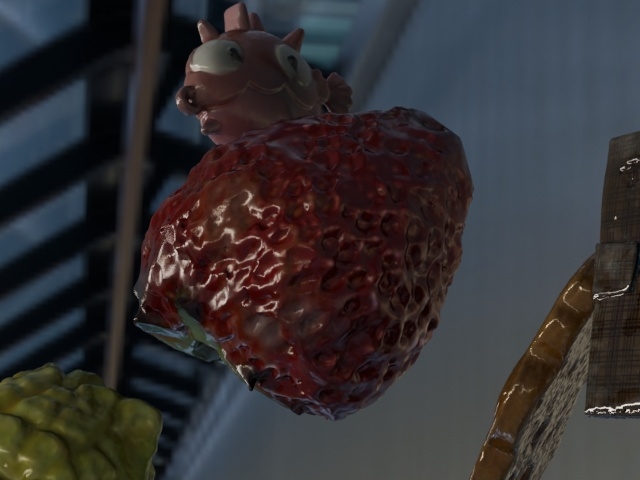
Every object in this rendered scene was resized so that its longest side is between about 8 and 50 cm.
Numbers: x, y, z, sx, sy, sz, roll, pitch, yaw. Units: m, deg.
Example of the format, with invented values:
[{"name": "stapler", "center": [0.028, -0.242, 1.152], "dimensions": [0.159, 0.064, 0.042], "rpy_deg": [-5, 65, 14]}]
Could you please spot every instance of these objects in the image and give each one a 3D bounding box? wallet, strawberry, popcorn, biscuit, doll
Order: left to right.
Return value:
[{"name": "popcorn", "center": [-0.246, 0.220, 1.585], "dimensions": [0.195, 0.255, 0.256], "rpy_deg": [48, 178, 2]}, {"name": "doll", "center": [-0.061, -0.160, 2.003], "dimensions": [0.093, 0.262, 0.211], "rpy_deg": [-28, 68, 43]}, {"name": "strawberry", "center": [-0.010, 0.005, 1.713], "dimensions": [0.310, 0.292, 0.292], "rpy_deg": [-64, 10, 10]}, {"name": "biscuit", "center": [0.189, 0.131, 1.539], "dimensions": [0.186, 0.044, 0.295], "rpy_deg": [-36, -29, -55]}, {"name": "wallet", "center": [0.260, 0.021, 1.353], "dimensions": [0.124, 0.042, 0.230], "rpy_deg": [-8, 70, 49]}]
